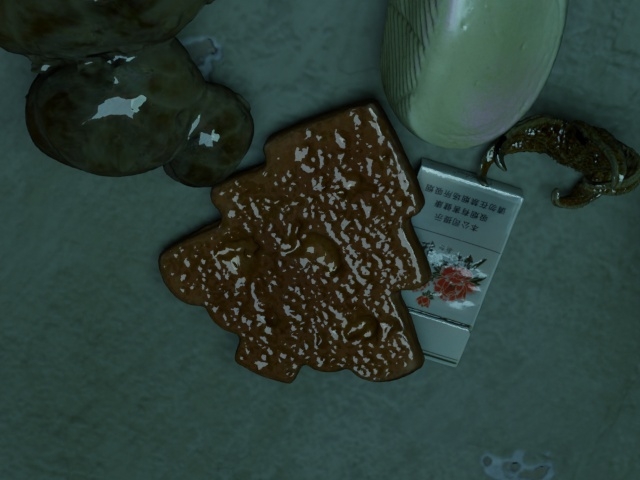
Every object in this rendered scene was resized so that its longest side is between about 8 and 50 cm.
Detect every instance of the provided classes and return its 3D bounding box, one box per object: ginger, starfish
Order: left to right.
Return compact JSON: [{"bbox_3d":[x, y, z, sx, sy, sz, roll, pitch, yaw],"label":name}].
[{"bbox_3d":[-0.183,-0.173,1.669,0.244,0.155,0.304,-14,121,0],"label":"ginger"},{"bbox_3d":[0.225,-0.076,1.679,0.146,0.190,0.074,21,83,-12],"label":"starfish"}]

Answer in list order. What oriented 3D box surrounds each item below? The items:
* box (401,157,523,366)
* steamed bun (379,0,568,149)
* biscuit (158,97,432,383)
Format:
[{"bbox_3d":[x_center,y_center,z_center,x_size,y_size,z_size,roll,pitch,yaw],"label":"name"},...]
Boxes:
[{"bbox_3d":[0.118,0.024,1.799,0.109,0.029,0.198,17,112,-5],"label":"box"},{"bbox_3d":[0.148,-0.208,1.626,0.152,0.170,0.238,8,115,-18],"label":"steamed bun"},{"bbox_3d":[0.000,0.000,1.771,0.284,0.043,0.306,25,110,5],"label":"biscuit"}]
